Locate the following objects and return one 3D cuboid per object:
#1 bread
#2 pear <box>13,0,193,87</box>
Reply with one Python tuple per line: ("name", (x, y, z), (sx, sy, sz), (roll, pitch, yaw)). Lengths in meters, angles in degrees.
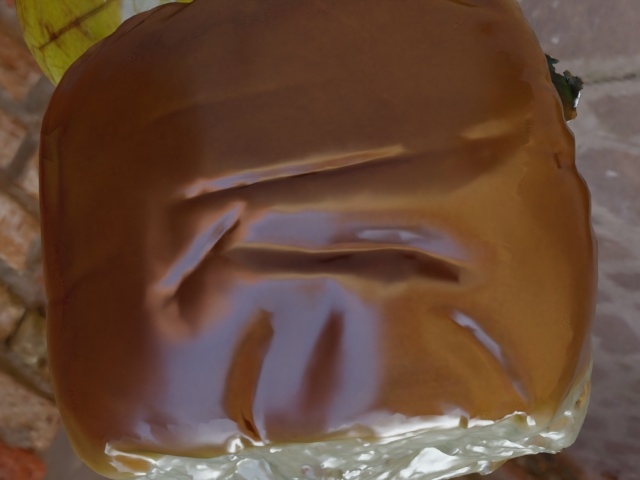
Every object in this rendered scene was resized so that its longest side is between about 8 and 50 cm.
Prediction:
("bread", (0.000, 0.000, 0.574), (0.279, 0.250, 0.225), (-13, 157, 20))
("pear", (-0.106, -0.210, 0.904), (0.284, 0.283, 0.283), (17, 156, 8))
